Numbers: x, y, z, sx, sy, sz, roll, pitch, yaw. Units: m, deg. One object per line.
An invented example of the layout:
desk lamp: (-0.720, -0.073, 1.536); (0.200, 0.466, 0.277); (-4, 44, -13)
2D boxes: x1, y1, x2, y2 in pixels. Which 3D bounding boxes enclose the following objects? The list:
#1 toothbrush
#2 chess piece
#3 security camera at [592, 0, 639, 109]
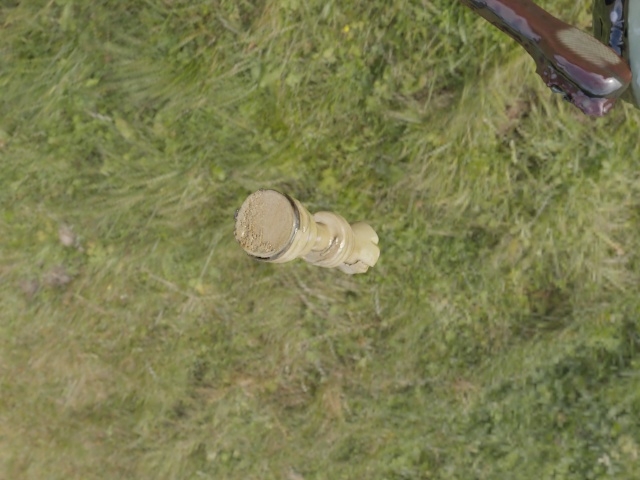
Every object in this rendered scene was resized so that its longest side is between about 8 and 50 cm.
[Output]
toothbrush: (-0.002, -0.169, 0.388); (0.364, 0.041, 0.040); (46, 147, 28)
chess piece: (0.000, -0.001, 0.701); (0.060, 0.060, 0.172); (-11, 167, 28)
security camera: (0.300, -0.177, 0.605); (0.191, 0.277, 0.196); (5, 117, 26)
